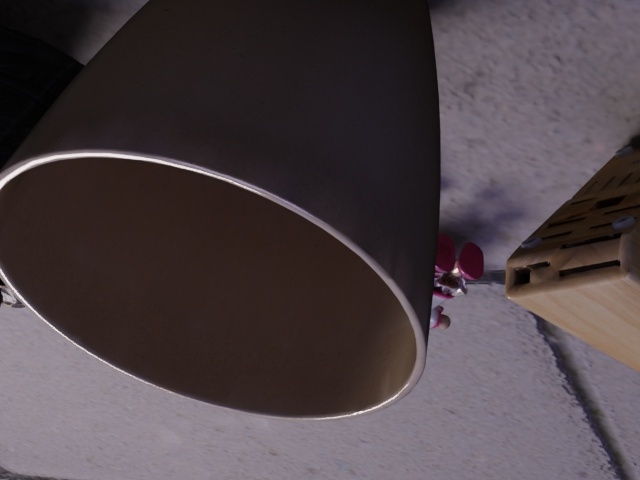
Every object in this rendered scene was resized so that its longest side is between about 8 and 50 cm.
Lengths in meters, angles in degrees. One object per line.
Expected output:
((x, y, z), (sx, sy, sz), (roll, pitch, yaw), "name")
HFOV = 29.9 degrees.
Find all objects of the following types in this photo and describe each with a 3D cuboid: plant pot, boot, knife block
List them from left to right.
((-0.248, -0.035, 0.952), (0.377, 0.138, 0.284), (37, 155, 18), "boot")
((-0.030, -0.072, 0.731), (0.256, 0.274, 0.256), (13, 146, 9), "plant pot")
((0.258, 0.058, 0.816), (0.088, 0.275, 0.242), (-15, 104, 41), "knife block")

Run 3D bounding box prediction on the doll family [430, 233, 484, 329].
((0.000, 0.000, 0.997), (0.263, 0.118, 0.163), (15, 145, -28), "doll family")
